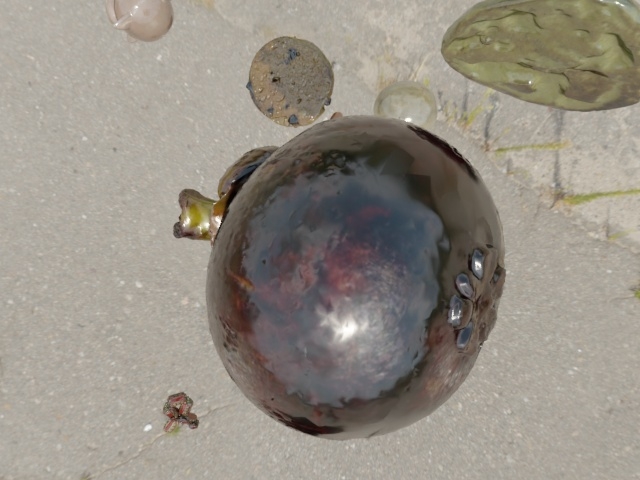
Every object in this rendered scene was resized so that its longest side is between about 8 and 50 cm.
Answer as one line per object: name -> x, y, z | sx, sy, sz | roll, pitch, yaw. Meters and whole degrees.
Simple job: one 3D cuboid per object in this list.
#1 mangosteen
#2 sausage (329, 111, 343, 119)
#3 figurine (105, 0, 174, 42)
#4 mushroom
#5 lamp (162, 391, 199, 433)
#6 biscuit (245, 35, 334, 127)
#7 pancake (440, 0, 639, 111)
mangosteen -> 0.022, 0.033, 0.464 | 0.293, 0.297, 0.298 | -15, 83, 42
sausage -> 0.043, -0.348, 1.402 | 0.034, 0.083, 0.034 | 8, 128, 11
figurine -> -0.363, -0.470, 0.983 | 0.138, 0.125, 0.125 | -44, 84, 3
mushroom -> 0.264, -0.404, 1.518 | 0.206, 0.209, 0.207 | 2, 78, -8
lamp -> -0.245, 0.300, 0.846 | 0.063, 0.031, 0.084 | -11, 119, -27
biscuit -> -0.094, -0.508, 1.552 | 0.295, 0.075, 0.296 | 4, 105, 15
pancake -> 0.324, -0.260, 0.678 | 0.294, 0.294, 0.050 | 18, 84, 5
